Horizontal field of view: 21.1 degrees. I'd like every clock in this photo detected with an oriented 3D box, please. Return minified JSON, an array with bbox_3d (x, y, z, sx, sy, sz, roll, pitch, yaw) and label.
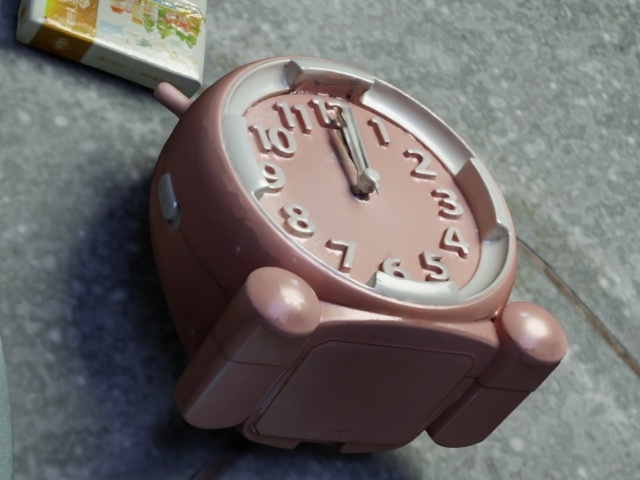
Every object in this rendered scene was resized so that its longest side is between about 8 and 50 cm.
[{"bbox_3d":[0.000,0.000,1.027,0.227,0.142,0.241,8,49,-32],"label":"clock"}]

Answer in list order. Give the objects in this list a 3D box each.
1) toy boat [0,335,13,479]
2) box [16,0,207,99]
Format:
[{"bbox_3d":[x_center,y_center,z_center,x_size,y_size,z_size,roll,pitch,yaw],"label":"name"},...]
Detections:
[{"bbox_3d":[-0.224,0.068,0.833,0.141,0.092,0.320,6,50,-34],"label":"toy boat"},{"bbox_3d":[-0.129,-0.203,1.122,0.122,0.032,0.220,19,54,-25],"label":"box"}]
